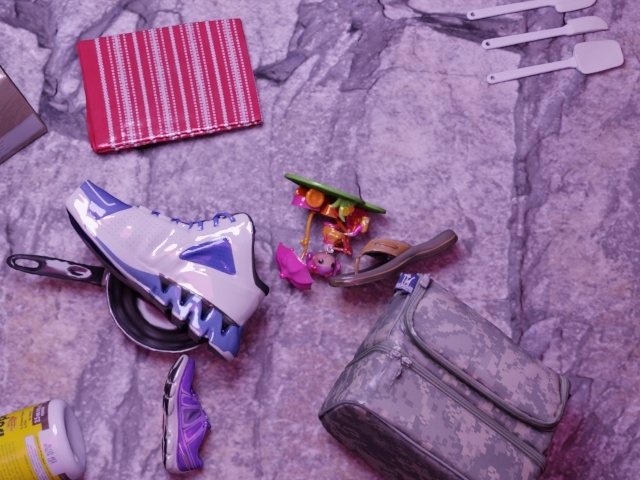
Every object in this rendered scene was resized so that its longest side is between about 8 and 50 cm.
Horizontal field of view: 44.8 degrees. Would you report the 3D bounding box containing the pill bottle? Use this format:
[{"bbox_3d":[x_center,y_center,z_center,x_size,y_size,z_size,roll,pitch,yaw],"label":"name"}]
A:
[{"bbox_3d":[-0.445,0.305,1.073,0.215,0.117,0.117,-18,80,-8],"label":"pill bottle"}]

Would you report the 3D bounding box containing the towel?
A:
[{"bbox_3d":[-0.245,-0.252,1.252,0.275,0.031,0.199,-11,77,-8],"label":"towel"}]

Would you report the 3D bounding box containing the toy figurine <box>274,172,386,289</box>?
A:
[{"bbox_3d":[0.000,0.000,1.193,0.173,0.130,0.159,19,91,-25],"label":"toy figurine"}]

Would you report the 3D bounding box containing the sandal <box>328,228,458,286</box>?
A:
[{"bbox_3d":[0.107,0.018,1.187,0.219,0.090,0.060,-22,91,-12],"label":"sandal"}]

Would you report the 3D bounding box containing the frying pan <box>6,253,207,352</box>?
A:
[{"bbox_3d":[-0.284,0.086,1.164,0.326,0.053,0.197,-13,79,-7],"label":"frying pan"}]

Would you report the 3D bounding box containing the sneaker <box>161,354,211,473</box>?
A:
[{"bbox_3d":[-0.195,0.253,1.141,0.071,0.068,0.170,2,86,-19],"label":"sneaker"}]

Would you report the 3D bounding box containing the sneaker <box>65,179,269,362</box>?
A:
[{"bbox_3d":[-0.195,0.009,1.118,0.315,0.127,0.182,41,71,-4],"label":"sneaker"}]

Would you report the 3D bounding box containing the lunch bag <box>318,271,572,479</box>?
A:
[{"bbox_3d":[0.181,0.219,1.102,0.305,0.212,0.256,36,61,3],"label":"lunch bag"}]

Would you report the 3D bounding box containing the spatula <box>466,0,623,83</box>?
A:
[{"bbox_3d":[0.382,-0.349,1.324,0.242,0.019,0.168,-12,80,-7],"label":"spatula"}]

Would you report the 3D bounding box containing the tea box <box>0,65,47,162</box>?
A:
[{"bbox_3d":[-0.644,-0.219,1.117,0.329,0.220,0.323,-37,82,-10],"label":"tea box"}]
